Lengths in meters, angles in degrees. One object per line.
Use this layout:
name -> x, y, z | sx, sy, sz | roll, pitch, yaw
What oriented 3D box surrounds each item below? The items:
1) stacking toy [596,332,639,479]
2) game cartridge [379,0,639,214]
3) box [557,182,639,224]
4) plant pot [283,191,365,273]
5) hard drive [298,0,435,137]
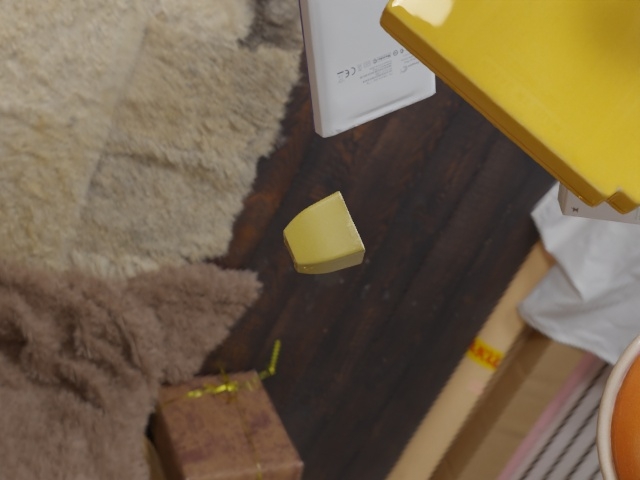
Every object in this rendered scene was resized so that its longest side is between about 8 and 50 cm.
stacking toy -> 0.537, 0.237, 1.072 | 0.351, 0.480, 0.350 | 0, 87, -6
game cartridge -> 0.260, -0.220, 0.918 | 0.285, 0.052, 0.323 | 42, 77, 3
box -> 0.349, -0.081, 1.224 | 0.102, 0.087, 0.101 | 8, 106, 8
plant pot -> 0.000, 0.000, 1.241 | 0.083, 0.081, 0.081 | -23, 168, -6
hard drive -> 0.070, -0.326, 1.454 | 0.210, 0.040, 0.318 | -24, 131, -21
